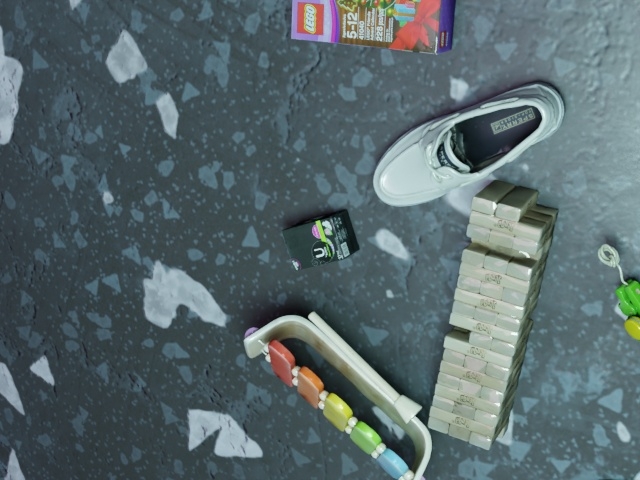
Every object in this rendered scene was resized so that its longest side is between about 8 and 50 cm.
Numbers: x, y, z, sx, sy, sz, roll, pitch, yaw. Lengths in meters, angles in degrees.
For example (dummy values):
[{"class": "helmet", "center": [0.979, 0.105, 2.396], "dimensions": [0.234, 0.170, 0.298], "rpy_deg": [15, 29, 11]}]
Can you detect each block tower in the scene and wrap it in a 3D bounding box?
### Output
[{"class": "block tower", "center": [0.215, 0.102, 1.184], "dimensions": [0.091, 0.097, 0.336], "rpy_deg": [17, 114, 23]}]

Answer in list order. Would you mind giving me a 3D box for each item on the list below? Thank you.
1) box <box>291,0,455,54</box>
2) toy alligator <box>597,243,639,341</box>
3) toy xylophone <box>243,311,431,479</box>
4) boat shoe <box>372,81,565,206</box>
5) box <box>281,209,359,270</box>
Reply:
[{"class": "box", "center": [0.068, -0.382, 1.128], "dimensions": [0.200, 0.057, 0.293], "rpy_deg": [11, 111, 25]}, {"class": "toy alligator", "center": [0.382, 0.087, 1.118], "dimensions": [0.190, 0.056, 0.051], "rpy_deg": [54, 162, 3]}, {"class": "toy xylophone", "center": [0.030, 0.207, 1.263], "dimensions": [0.322, 0.236, 0.081], "rpy_deg": [39, 75, 19]}, {"class": "boat shoe", "center": [0.168, -0.108, 1.144], "dimensions": [0.267, 0.088, 0.096], "rpy_deg": [-20, 96, 31]}, {"class": "box", "center": [0.000, 0.000, 1.288], "dimensions": [0.083, 0.052, 0.062], "rpy_deg": [-13, 98, 31]}]
